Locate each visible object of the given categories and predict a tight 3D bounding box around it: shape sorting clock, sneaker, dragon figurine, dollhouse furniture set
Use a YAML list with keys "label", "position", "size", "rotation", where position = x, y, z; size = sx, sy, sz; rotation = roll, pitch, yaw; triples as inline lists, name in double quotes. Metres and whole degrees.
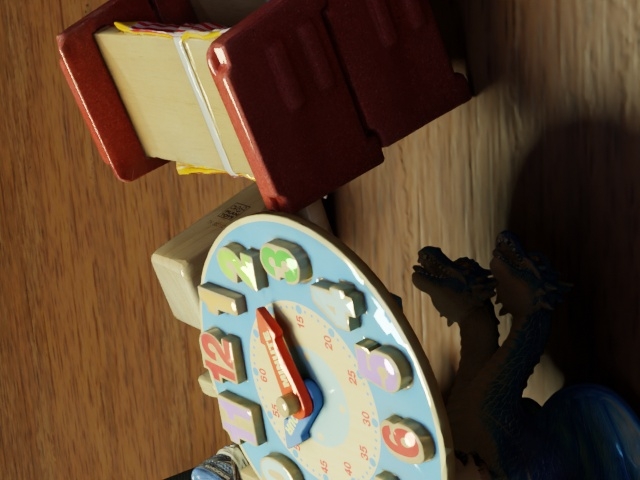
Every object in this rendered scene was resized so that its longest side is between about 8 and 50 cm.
- label: "shape sorting clock"
  position: [-0.004, 0.084, 0.786]
  size: [0.206, 0.040, 0.206]
  rotation: [36, 137, 43]
- label: "sneaker"
  position: [-0.066, 0.234, 1.168]
  size: [0.052, 0.058, 0.135]
  rotation: [-40, 71, 54]
- label: "dragon figurine"
  position: [0.134, 0.132, 0.815]
  size: [0.289, 0.144, 0.085]
  rotation: [54, 144, -6]
- label: "dollhouse furniture set"
  position: [0.000, 0.000, 0.935]
  size: [0.201, 0.152, 0.374]
  rotation: [15, 133, 51]

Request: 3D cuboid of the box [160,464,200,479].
- label: "box"
  position: [-0.174, 0.316, 1.246]
  size: [0.059, 0.183, 0.233]
  rotation: [44, 135, 37]
